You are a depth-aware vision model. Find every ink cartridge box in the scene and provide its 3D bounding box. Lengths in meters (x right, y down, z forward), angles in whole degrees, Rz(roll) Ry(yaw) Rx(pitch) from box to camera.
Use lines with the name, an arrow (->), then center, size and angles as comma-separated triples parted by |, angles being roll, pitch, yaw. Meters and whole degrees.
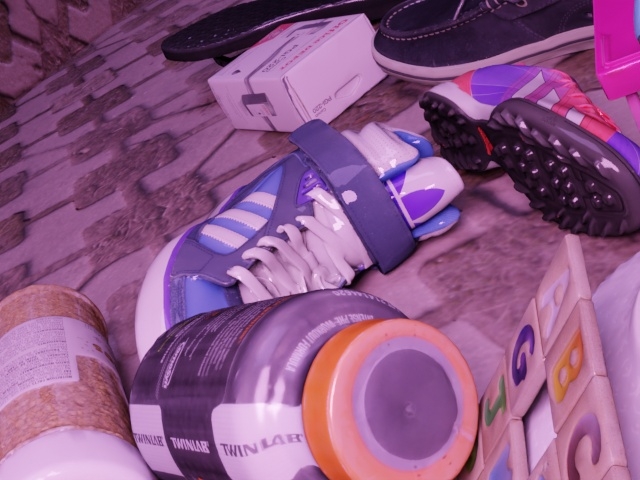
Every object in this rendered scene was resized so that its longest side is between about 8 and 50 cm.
ink cartridge box -> -0.032, -0.226, 1.261 | 0.158, 0.092, 0.218 | -42, 29, -21

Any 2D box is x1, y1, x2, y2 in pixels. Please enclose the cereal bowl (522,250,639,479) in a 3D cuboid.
cereal bowl -> 0.229, 0.067, 0.374 | 0.339, 0.141, 0.339 | -25, 27, 14

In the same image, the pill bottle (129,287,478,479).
pill bottle -> -0.016, 0.096, 0.538 | 0.130, 0.130, 0.246 | -45, 13, -27

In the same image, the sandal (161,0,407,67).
sandal -> -0.048, -0.328, 1.478 | 0.446, 0.107, 0.167 | -9, 30, 16

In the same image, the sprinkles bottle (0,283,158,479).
sprinkles bottle -> -0.211, 0.145, 0.740 | 0.121, 0.121, 0.355 | -35, 25, -7

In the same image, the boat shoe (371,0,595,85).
boat shoe -> 0.242, -0.285, 0.992 | 0.500, 0.156, 0.187 | -2, 39, 48

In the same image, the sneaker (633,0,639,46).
sneaker -> 0.302, -0.093, 0.354 | 0.341, 0.125, 0.139 | 4, 23, 14

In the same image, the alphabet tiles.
alphabet tiles -> 0.079, 0.145, 0.368 | 0.009, 0.198, 0.237 | 12, 41, -5

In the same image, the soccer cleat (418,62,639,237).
soccer cleat -> 0.191, -0.095, 0.760 | 0.116, 0.108, 0.318 | -30, 22, -6

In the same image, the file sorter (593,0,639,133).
file sorter -> 0.336, -0.123, 0.550 | 0.291, 0.182, 0.202 | -19, 29, 27

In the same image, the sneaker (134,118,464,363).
sneaker -> 0.000, 0.000, 0.758 | 0.236, 0.130, 0.323 | -25, 20, 23
